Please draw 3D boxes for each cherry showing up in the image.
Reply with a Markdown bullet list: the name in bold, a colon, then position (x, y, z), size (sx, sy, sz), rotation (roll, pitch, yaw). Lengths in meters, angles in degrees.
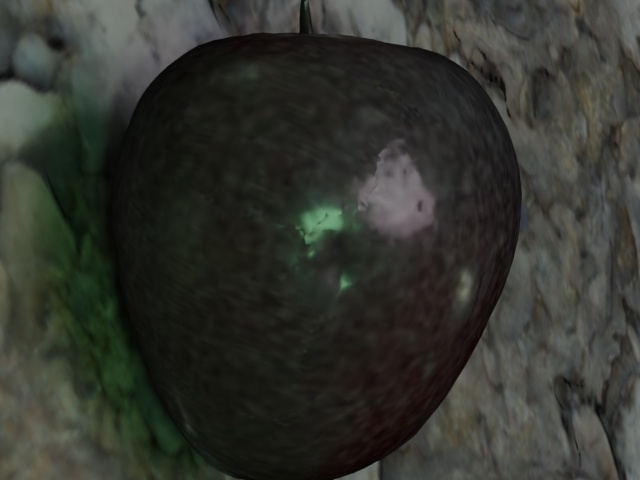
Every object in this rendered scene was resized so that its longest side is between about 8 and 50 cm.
- **cherry**: position (-0.001, 0.002, 0.717), size (0.176, 0.140, 0.176), rotation (0, 90, -69)
